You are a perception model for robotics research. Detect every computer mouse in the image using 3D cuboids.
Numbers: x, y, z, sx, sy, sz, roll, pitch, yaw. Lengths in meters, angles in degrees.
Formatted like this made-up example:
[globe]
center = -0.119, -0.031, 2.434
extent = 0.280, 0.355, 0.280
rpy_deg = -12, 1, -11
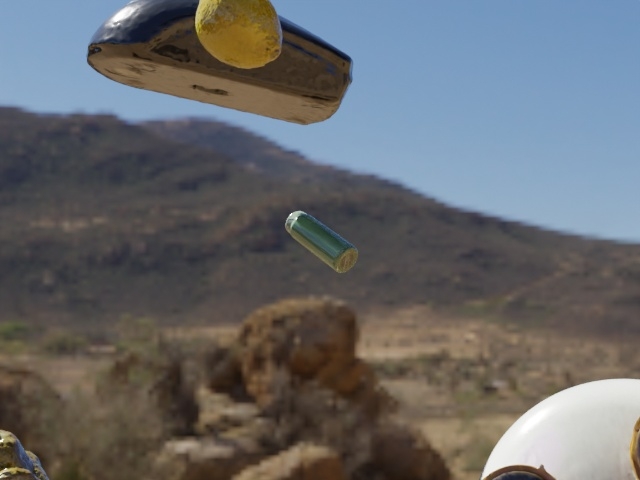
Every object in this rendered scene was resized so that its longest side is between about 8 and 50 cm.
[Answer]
[computer mouse]
center = -0.100, -0.196, 1.563
extent = 0.269, 0.100, 0.170
rpy_deg = 12, -5, -13

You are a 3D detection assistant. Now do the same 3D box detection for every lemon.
[lemon]
center = -0.066, -0.174, 1.218
extent = 0.065, 0.092, 0.065
rpy_deg = -39, -17, -14

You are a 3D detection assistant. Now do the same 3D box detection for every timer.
[timer]
center = 0.234, 0.226, 1.173
extent = 0.233, 0.234, 0.240
rpy_deg = -1, -26, 18

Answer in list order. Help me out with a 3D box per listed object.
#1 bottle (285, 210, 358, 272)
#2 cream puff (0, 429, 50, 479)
[bottle]
center = 0.000, 0.000, 1.530
extent = 0.030, 0.030, 0.083
rpy_deg = 6, 24, -49
[cream puff]
center = -0.342, 0.310, 1.518
extent = 0.196, 0.244, 0.244
rpy_deg = -32, 7, -20
